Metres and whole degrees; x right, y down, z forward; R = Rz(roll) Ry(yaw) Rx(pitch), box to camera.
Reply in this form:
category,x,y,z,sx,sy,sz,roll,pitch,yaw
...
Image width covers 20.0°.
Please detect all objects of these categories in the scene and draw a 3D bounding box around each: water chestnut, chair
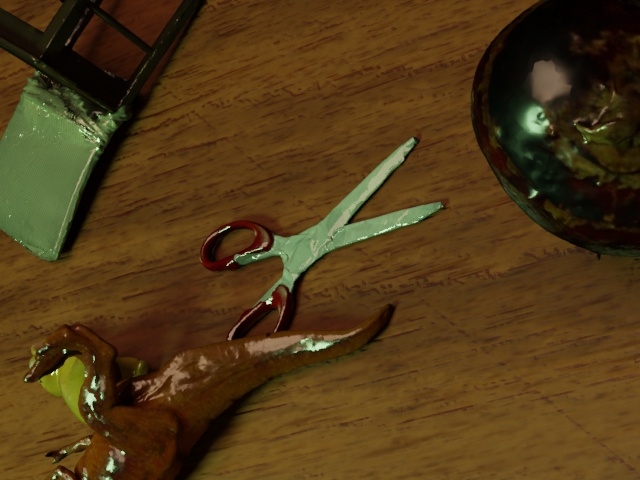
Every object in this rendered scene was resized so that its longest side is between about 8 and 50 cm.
category,x,y,z,sx,sy,sz,roll,pitch,yaw
water chestnut,0.230,-0.099,1.427,0.223,0.238,0.224,1,75,-2
chair,-0.279,-0.163,1.827,0.160,0.186,0.319,31,89,35

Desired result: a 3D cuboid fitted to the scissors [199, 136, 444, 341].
category,x,y,z,sx,sy,sz,roll,pitch,yaw
scissors,0.000,0.000,1.659,0.247,0.017,0.144,-32,56,20

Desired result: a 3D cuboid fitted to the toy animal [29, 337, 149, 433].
category,x,y,z,sx,sy,sz,roll,pitch,yaw
toy animal,-0.243,0.131,1.753,0.159,0.070,0.083,16,83,44

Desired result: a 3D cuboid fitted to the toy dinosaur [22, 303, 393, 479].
category,x,y,z,sx,sy,sz,roll,pitch,yaw
toy dinosaur,-0.159,0.141,1.620,0.432,0.208,0.097,-43,11,21
